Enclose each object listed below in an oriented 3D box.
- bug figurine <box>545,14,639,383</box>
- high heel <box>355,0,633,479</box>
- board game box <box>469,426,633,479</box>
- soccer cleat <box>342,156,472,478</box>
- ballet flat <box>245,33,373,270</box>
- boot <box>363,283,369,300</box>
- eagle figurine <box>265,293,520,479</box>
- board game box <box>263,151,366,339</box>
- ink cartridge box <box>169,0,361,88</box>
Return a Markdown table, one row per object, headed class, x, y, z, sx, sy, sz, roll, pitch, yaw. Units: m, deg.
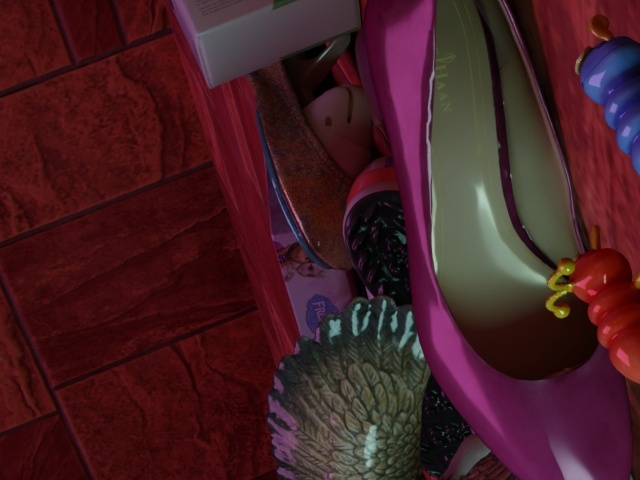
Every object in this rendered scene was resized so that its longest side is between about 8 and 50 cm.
| class | x | y | z | sx | sy | sz | roll | pitch | yaw |
| --- | --- | --- | --- | --- | --- | --- | --- | --- | --- |
| bug figurine | 0.182 | 0.027 | 0.885 | 0.279 | 0.072 | 0.216 | 80 | 166 | -56 |
| high heel | 0.118 | -0.004 | 1.104 | 0.377 | 0.127 | 0.181 | 64 | 166 | 5 |
| board game box | 0.202 | 0.236 | 1.414 | 0.305 | 0.053 | 0.193 | -149 | 39 | -78 |
| soccer cleat | 0.099 | 0.073 | 1.596 | 0.116 | 0.108 | 0.318 | -83 | -24 | -63 |
| ballet flat | -0.010 | -0.142 | 1.639 | 0.123 | 0.123 | 0.349 | 83 | 169 | -63 |
| boot | 0.070 | 0.039 | 1.840 | 0.084 | 0.059 | 0.158 | 94 | 161 | -84 |
| eagle figurine | 0.080 | 0.208 | 1.324 | 0.298 | 0.226 | 0.225 | 72 | -166 | -53 |
| board game box | 0.000 | 0.000 | 1.879 | 0.318 | 0.066 | 0.319 | -97 | -6 | -49 |
| ink cartridge box | -0.075 | -0.266 | 1.593 | 0.093 | 0.154 | 0.212 | 78 | 167 | -62 |
